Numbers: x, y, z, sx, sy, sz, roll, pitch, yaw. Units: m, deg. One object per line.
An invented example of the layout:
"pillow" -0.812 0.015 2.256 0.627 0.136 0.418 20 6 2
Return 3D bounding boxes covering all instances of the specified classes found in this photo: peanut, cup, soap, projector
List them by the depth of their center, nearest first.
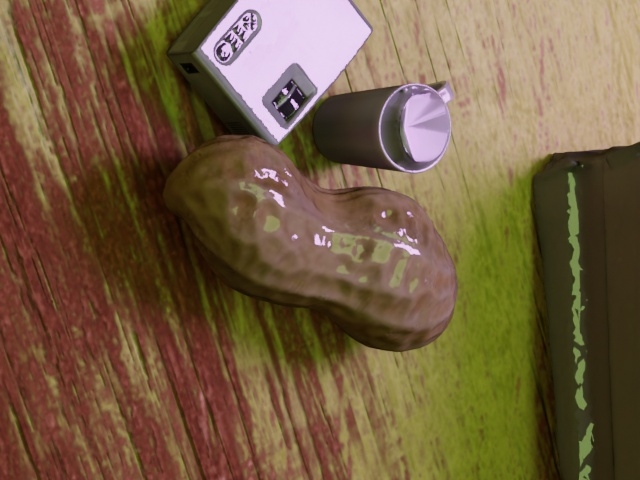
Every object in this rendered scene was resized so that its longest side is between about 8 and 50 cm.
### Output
"peanut" 0.000 0.000 1.580 0.298 0.120 0.136 25 110 -32
"projector" -0.042 -0.165 1.585 0.115 0.061 0.147 50 66 -25
"cup" 0.061 -0.103 1.625 0.104 0.116 0.074 -41 113 -25
"soap" 0.397 0.120 1.716 0.213 0.350 0.435 0 85 -43
